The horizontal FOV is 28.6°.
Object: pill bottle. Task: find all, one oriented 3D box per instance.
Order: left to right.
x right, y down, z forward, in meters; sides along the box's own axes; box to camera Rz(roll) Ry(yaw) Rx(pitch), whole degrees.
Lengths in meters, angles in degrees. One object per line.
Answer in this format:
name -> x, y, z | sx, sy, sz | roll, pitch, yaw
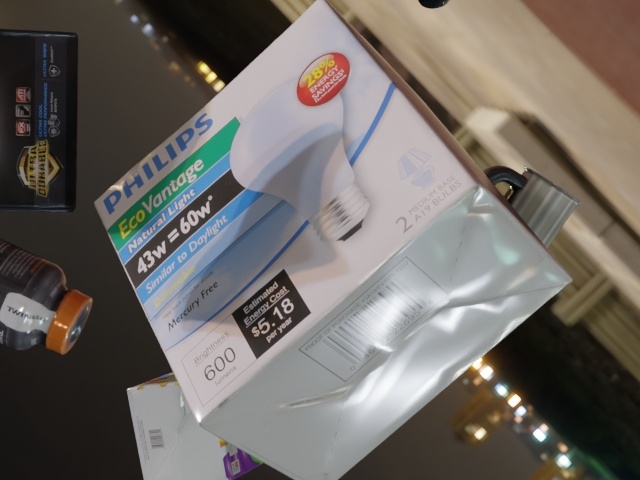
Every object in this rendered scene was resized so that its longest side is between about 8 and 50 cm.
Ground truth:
pill bottle -> -0.438, 0.067, 1.707 | 0.245, 0.130, 0.130 | 24, -179, 3

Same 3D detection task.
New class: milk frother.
milk frother -> 0.242, -0.011, 1.490 | 0.129, 0.135, 0.143 | 30, -174, -34

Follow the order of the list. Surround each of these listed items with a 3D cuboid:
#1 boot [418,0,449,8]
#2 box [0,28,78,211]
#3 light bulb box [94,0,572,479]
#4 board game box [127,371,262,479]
boot -> 0.120, -0.430, 1.620 | 0.246, 0.094, 0.207 | 64, 173, -1
box -> -0.542, -0.194, 2.019 | 0.293, 0.296, 0.073 | 1, -175, -18
light bulb box -> 0.000, 0.000, 1.335 | 0.225, 0.358, 0.361 | 41, -169, -46
board game box -> -0.132, 0.245, 1.799 | 0.275, 0.142, 0.144 | -15, -85, -64
